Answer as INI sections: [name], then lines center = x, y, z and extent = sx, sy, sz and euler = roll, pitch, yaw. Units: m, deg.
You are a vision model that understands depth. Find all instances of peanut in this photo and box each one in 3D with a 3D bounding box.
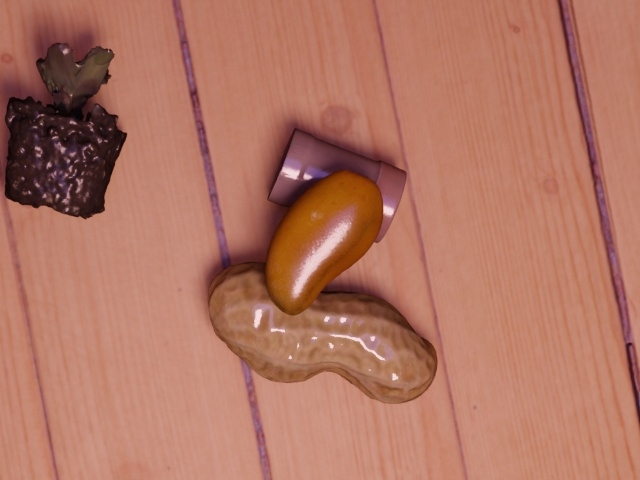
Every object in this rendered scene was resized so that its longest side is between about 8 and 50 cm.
[peanut]
center = 0.002, 0.118, 1.405
extent = 0.298, 0.120, 0.136
euler = 17, 82, -7

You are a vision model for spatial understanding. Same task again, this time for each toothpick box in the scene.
[toothpick box]
center = 0.020, -0.068, 1.423
extent = 0.149, 0.098, 0.098
euler = 21, 86, -6

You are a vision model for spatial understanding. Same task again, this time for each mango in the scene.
[mango]
center = 0.000, 0.000, 1.337
extent = 0.102, 0.085, 0.184
euler = 37, 89, 4

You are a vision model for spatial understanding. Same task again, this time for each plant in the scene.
[plant]
center = -0.300, -0.132, 1.370
extent = 0.131, 0.142, 0.203
euler = 7, 97, 2
